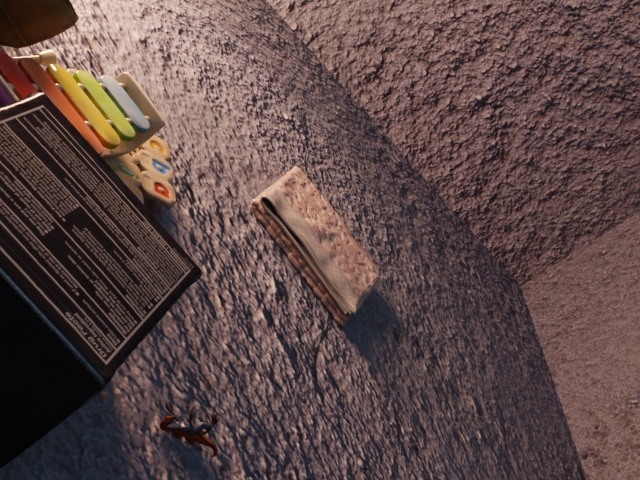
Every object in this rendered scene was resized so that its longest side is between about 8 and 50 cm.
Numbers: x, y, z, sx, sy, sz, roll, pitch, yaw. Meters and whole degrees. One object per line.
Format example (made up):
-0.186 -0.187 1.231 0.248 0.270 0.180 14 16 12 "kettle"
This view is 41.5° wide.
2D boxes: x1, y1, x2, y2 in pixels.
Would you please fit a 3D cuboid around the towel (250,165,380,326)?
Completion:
0.000 0.000 1.860 0.331 0.053 0.317 53 20 -5 "towel"

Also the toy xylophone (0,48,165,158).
-0.388 -0.208 1.256 0.236 0.081 0.323 49 24 -1 "toy xylophone"

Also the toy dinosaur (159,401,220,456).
-0.172 0.248 1.108 0.082 0.047 0.090 -9 74 -47 "toy dinosaur"

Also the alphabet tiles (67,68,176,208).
-0.355 -0.163 1.367 0.278 0.021 0.284 29 31 -37 "alphabet tiles"

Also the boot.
-0.519 -0.394 1.213 0.089 0.236 0.269 -82 154 -47 "boot"

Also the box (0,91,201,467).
-0.326 0.026 0.911 0.296 0.183 0.294 49 20 -8 "box"
